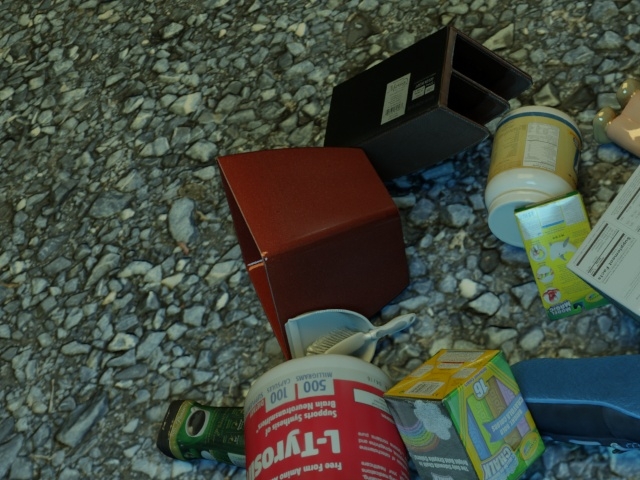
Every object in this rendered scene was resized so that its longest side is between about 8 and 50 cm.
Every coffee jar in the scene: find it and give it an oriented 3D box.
[{"bbox_3d":[-0.164,0.303,1.902,0.184,0.079,0.096,2,57,27],"label":"coffee jar"}]

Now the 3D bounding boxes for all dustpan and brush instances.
[{"bbox_3d":[0.057,0.155,1.911,0.211,0.147,0.060,-25,23,-31],"label":"dustpan and brush"}]

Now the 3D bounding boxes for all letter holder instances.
[{"bbox_3d":[0.183,-0.200,2.034,0.302,0.214,0.152,-21,53,50],"label":"letter holder"}]

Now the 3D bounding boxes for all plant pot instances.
[{"bbox_3d":[0.000,0.000,1.977,0.236,0.267,0.267,-19,45,-8],"label":"plant pot"}]

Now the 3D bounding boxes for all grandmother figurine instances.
[{"bbox_3d":[0.591,-0.136,1.898,0.207,0.104,0.342,-56,47,13],"label":"grandmother figurine"}]

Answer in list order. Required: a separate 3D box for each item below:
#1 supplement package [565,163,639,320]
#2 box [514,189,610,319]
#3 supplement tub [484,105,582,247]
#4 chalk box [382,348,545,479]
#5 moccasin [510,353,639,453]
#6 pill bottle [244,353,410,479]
[{"bbox_3d":[0.510,-0.001,1.692,0.261,0.204,0.145,-54,46,4],"label":"supplement package"},{"bbox_3d":[0.369,0.024,1.839,0.105,0.179,0.043,-17,8,11],"label":"box"},{"bbox_3d":[0.342,-0.102,1.953,0.144,0.144,0.199,-4,51,24],"label":"supplement tub"},{"bbox_3d":[0.207,0.271,1.663,0.132,0.213,0.132,-35,17,-33],"label":"chalk box"},{"bbox_3d":[0.415,0.227,1.660,0.342,0.116,0.137,5,42,35],"label":"moccasin"},{"bbox_3d":[0.015,0.376,1.645,0.229,0.229,0.407,-18,46,12],"label":"pill bottle"}]
